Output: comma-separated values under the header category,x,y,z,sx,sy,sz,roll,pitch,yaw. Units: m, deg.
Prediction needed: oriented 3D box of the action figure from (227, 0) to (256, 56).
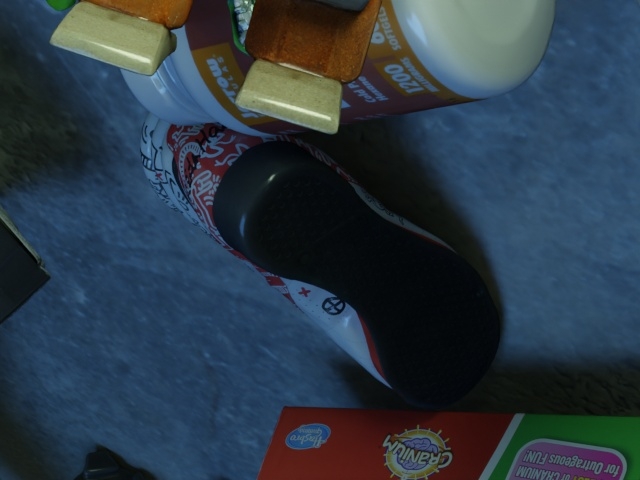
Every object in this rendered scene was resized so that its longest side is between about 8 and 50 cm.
category,x,y,z,sx,sy,sz,roll,pitch,yaw
action figure,-0.048,-0.193,0.780,0.137,0.063,0.232,-15,91,58

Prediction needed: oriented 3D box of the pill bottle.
category,x,y,z,sx,sy,sz,roll,pitch,yaw
pill bottle,0.000,-0.116,0.873,0.216,0.121,0.121,-8,129,42

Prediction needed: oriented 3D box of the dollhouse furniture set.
category,x,y,z,sx,sy,sz,roll,pitch,yaw
dollhouse furniture set,0.040,-0.176,0.700,0.259,0.135,0.262,17,101,-2

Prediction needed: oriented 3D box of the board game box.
category,x,y,z,sx,sy,sz,roll,pitch,yaw
board game box,0.150,0.198,1.149,0.316,0.064,0.242,-3,144,40

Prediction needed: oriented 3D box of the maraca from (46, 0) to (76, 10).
category,x,y,z,sx,sy,sz,roll,pitch,yaw
maraca,-0.151,-0.201,0.890,0.185,0.099,0.127,52,135,2

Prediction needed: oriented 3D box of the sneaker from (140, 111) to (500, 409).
category,x,y,z,sx,sy,sz,roll,pitch,yaw
sneaker,0.000,-0.001,1.056,0.145,0.090,0.270,39,180,44

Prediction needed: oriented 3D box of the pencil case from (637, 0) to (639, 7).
category,x,y,z,sx,sy,sz,roll,pitch,yaw
pencil case,0.271,-0.164,0.485,0.410,0.160,0.183,-24,108,29

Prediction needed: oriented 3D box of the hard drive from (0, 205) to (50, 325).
category,x,y,z,sx,sy,sz,roll,pitch,yaw
hard drive,-0.327,-0.101,1.115,0.339,0.064,0.237,51,168,-25

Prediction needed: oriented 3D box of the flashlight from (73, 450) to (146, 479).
category,x,y,z,sx,sy,sz,roll,pitch,yaw
flashlight,-0.198,0.312,1.558,0.103,0.103,0.304,28,146,7
